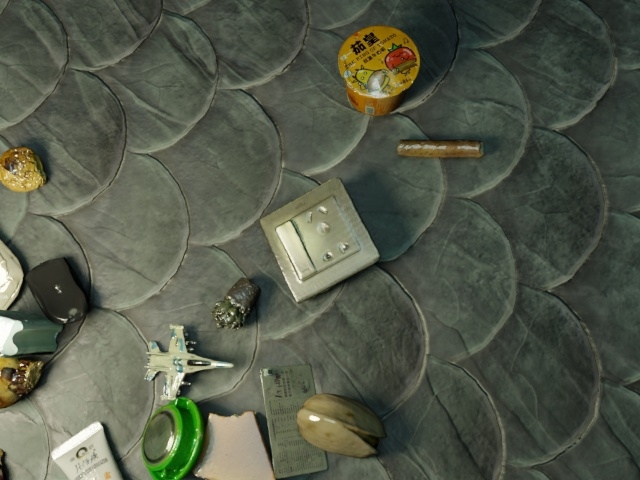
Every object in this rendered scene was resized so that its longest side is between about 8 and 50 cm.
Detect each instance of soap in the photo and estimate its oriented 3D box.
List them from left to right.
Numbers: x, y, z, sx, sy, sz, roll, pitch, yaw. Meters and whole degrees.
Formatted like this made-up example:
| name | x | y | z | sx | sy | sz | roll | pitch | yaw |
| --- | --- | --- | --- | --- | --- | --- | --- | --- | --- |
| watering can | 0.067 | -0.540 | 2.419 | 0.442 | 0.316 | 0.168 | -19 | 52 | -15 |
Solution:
| name | x | y | z | sx | sy | sz | roll | pitch | yaw |
| --- | --- | --- | --- | --- | --- | --- | --- | --- | --- |
| soap | -0.753 | 0.220 | 1.814 | 0.150 | 0.261 | 0.094 | 19 | 85 | 5 |

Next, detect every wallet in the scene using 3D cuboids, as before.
| name | x | y | z | sx | sy | sz | roll | pitch | yaw |
| --- | --- | --- | --- | --- | --- | --- | --- | --- | --- |
| wallet | -0.939 | 0.098 | 1.945 | 0.335 | 0.068 | 0.275 | 43 | 82 | 13 |

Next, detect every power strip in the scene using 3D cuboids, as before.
| name | x | y | z | sx | sy | sz | roll | pitch | yaw |
| --- | --- | --- | --- | --- | --- | --- | --- | --- | --- |
| power strip | -0.001 | 0.001 | 1.938 | 0.251 | 0.092 | 0.257 | -26 | 77 | 3 |

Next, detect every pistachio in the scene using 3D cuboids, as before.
| name | x | y | z | sx | sy | sz | roll | pitch | yaw |
| --- | --- | --- | --- | --- | --- | --- | --- | --- | --- |
| pistachio | 0.054 | 0.451 | 1.792 | 0.238 | 0.153 | 0.137 | 26 | 86 | -23 |

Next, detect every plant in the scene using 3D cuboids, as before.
| name | x | y | z | sx | sy | sz | roll | pitch | yaw |
| --- | --- | --- | --- | --- | --- | --- | --- | --- | --- |
| plant | -0.217 | 0.168 | 1.902 | 0.092 | 0.094 | 0.143 | 37 | 67 | -4 |

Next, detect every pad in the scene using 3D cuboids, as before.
| name | x | y | z | sx | sy | sz | roll | pitch | yaw |
| --- | --- | --- | --- | --- | --- | --- | --- | --- | --- |
| pad | -0.063 | 0.437 | 1.812 | 0.159 | 0.009 | 0.265 | 3 | 70 | -39 |

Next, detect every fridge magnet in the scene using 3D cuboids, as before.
| name | x | y | z | sx | sy | sz | roll | pitch | yaw |
| --- | --- | --- | --- | --- | --- | --- | --- | --- | --- |
| fridge magnet | -0.357 | 0.479 | 1.779 | 0.208 | 0.088 | 0.208 | -26 | 51 | 37 |

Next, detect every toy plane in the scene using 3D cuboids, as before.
| name | x | y | z | sx | sy | sz | roll | pitch | yaw |
| --- | --- | --- | --- | --- | --- | --- | --- | --- | --- |
| toy plane | -0.327 | 0.309 | 1.856 | 0.262 | 0.088 | 0.192 | 1 | 77 | 17 |

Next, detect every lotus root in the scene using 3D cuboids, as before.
| name | x | y | z | sx | sy | sz | roll | pitch | yaw |
| --- | --- | --- | --- | --- | --- | --- | --- | --- | --- |
| lotus root | -0.844 | 0.337 | 1.828 | 0.314 | 0.169 | 0.141 | 3 | 40 | 7 |

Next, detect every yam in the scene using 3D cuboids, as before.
| name | x | y | z | sx | sy | sz | roll | pitch | yaw |
| --- | --- | --- | --- | --- | --- | --- | --- | --- | --- |
| yam | 0.330 | -0.252 | 2.017 | 0.241 | 0.057 | 0.056 | 2 | 75 | 2 |

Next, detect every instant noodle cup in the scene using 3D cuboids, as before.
| name | x | y | z | sx | sy | sz | roll | pitch | yaw |
| --- | --- | --- | --- | --- | --- | --- | --- | --- | --- |
| instant noodle cup | 0.155 | -0.448 | 2.013 | 0.216 | 0.172 | 0.215 | 0 | 74 | 1 |

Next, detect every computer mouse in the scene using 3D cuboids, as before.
| name | x | y | z | sx | sy | sz | roll | pitch | yaw |
| --- | --- | --- | --- | --- | --- | --- | --- | --- | --- |
| computer mouse | -0.676 | 0.138 | 1.921 | 0.122 | 0.073 | 0.217 | -26 | 62 | -25 |

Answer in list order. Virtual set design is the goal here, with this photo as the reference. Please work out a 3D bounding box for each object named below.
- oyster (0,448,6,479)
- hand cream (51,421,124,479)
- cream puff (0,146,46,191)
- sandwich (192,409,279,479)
| name | x | y | z | sx | sy | sz | roll | pitch | yaw |
| --- | --- | --- | --- | --- | --- | --- | --- | --- | --- |
| oyster | -0.937 | 0.503 | 1.826 | 0.221 | 0.096 | 0.361 | -33 | 79 | -14 |
| hand cream | -0.521 | 0.601 | 1.797 | 0.140 | 0.089 | 0.314 | -36 | 69 | -11 |
| cream puff | -0.811 | -0.190 | 2.006 | 0.119 | 0.104 | 0.133 | -41 | 79 | -16 |
| sandwich | -0.177 | 0.508 | 1.794 | 0.220 | 0.108 | 0.186 | 15 | 76 | 5 |
